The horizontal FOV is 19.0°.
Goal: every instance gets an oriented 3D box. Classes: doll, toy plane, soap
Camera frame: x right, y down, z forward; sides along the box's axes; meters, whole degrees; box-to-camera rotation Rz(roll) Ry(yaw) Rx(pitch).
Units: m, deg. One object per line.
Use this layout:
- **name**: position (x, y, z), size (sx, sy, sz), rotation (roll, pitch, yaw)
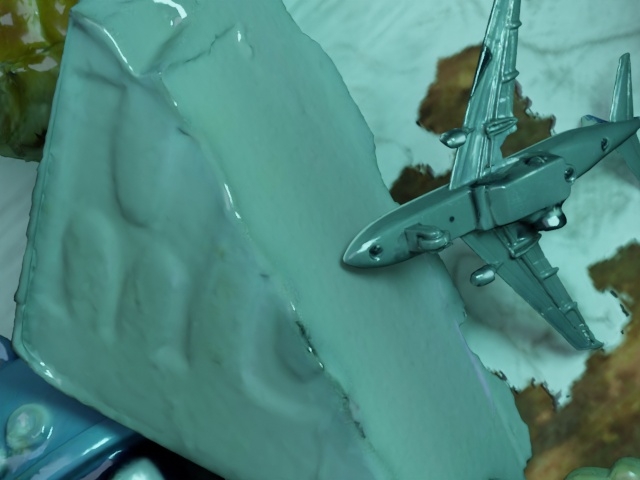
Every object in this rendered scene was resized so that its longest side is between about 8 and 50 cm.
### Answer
- **doll**: position (-0.117, 0.179, 1.082), size (0.177, 0.141, 0.314), rotation (-39, 69, 5)
- **toy plane**: position (0.101, -0.030, 1.020), size (0.058, 0.226, 0.226), rotation (3, 114, 44)
- **soap**: position (0.000, 0.000, 0.992), size (0.302, 0.159, 0.258), rotation (25, 123, 13)

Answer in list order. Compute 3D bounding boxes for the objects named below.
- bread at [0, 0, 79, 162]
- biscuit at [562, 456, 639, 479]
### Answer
- **bread**: position (-0.159, -0.194, 1.169), size (0.305, 0.159, 0.306), rotation (0, 91, 15)
- **biscuit**: position (0.291, 0.187, 0.968), size (0.324, 0.044, 0.217), rotation (-17, 72, 17)
